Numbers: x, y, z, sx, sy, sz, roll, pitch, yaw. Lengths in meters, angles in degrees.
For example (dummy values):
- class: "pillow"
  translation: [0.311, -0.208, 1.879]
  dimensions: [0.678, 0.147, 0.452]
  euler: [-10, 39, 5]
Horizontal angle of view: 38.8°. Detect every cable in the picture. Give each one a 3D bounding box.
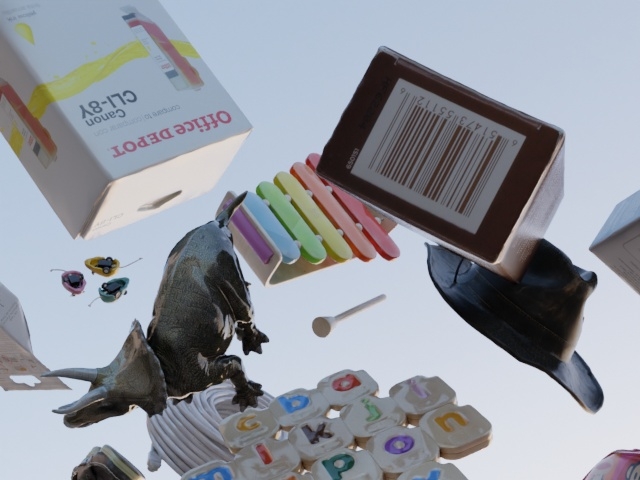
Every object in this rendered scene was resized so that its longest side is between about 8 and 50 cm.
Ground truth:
- class: "cable"
  translation: [-0.122, 0.275, 1.277]
  dimensions: [0.257, 0.257, 0.089]
  euler: [24, -77, -25]

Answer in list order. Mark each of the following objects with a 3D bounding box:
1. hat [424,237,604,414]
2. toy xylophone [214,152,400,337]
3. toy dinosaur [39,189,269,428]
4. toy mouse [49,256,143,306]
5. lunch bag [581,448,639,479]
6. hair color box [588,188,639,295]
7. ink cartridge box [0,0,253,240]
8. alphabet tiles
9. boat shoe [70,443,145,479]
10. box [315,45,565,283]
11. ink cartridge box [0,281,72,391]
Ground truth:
- class: "hat"
  translation: [0.287, 0.068, 1.193]
  dimensions: [0.331, 0.331, 0.134]
  euler: [35, -76, -18]
- class: "toy xylophone"
  translation: [0.000, 0.000, 1.261]
  dimensions: [0.236, 0.323, 0.081]
  euler: [47, -58, 9]
- class: "toy dinosaur"
  translation: [-0.112, 0.067, 0.871]
  dimensions: [0.121, 0.313, 0.160]
  euler: [15, -28, 25]
- class: "toy mouse"
  translation: [-0.396, 0.081, 1.595]
  dimensions: [0.161, 0.143, 0.031]
  euler: [3, -54, -11]
- class: "lunch bag"
  translation: [0.237, 0.280, 0.634]
  dimensions: [0.120, 0.258, 0.293]
  euler: [33, -14, 0]
- class: "hair color box"
  translation: [0.557, -0.028, 1.220]
  dimensions: [0.185, 0.113, 0.374]
  euler: [42, -29, -1]
- class: "ink cartridge box"
  translation: [-0.326, -0.228, 1.334]
  dimensions: [0.384, 0.279, 0.160]
  euler: [53, -43, 9]
- class: "alphabet tiles"
  translation: [0.013, 0.209, 0.860]
  dimensions: [0.284, 0.278, 0.021]
  euler: [-20, -68, -15]
- class: "boat shoe"
  translation: [-0.216, 0.238, 0.907]
  dimensions: [0.056, 0.049, 0.152]
  euler: [45, -25, -6]
- class: "box"
  translation: [0.149, -0.059, 0.969]
  dimensions: [0.191, 0.381, 0.143]
  euler: [28, -89, 15]
- class: "ink cartridge box"
  translation: [-0.446, 0.118, 1.225]
  dimensions: [0.181, 0.056, 0.224]
  euler: [-8, -47, 42]
